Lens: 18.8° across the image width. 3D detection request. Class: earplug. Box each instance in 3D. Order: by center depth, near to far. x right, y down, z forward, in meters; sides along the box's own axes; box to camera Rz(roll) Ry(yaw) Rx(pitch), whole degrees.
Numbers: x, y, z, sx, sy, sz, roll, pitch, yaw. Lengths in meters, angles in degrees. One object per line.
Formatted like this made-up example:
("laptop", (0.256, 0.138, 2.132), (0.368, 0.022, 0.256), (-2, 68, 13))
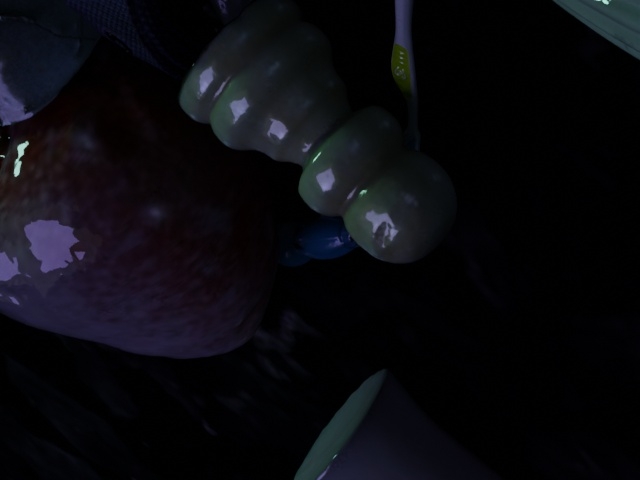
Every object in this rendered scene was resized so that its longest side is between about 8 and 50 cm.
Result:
("earplug", (0.137, 0.289, 2.042), (0.301, 0.172, 0.172), (36, 155, -5))

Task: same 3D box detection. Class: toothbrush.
("toothbrush", (0.071, -0.148, 1.577), (0.022, 0.026, 0.263), (29, 149, 22))

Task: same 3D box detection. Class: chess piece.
("chess piece", (0.009, -0.079, 1.610), (0.243, 0.133, 0.133), (44, 155, 10))

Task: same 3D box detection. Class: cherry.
("cherry", (-0.207, -0.032, 1.838), (0.326, 0.291, 0.335), (3, 153, 27))

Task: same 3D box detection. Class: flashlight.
("flashlight", (0.000, 0.000, 1.880), (0.129, 0.051, 0.051), (-5, 129, 51))

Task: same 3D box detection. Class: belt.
("belt", (-0.148, -0.238, 1.599), (0.126, 0.139, 0.230), (28, 160, 30))

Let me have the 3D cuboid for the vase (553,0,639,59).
("vase", (0.222, -0.170, 1.226), (0.248, 0.128, 0.128), (29, 153, 44))

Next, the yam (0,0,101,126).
("yam", (-0.359, -0.284, 1.693), (0.241, 0.241, 0.348), (4, 140, 51))
